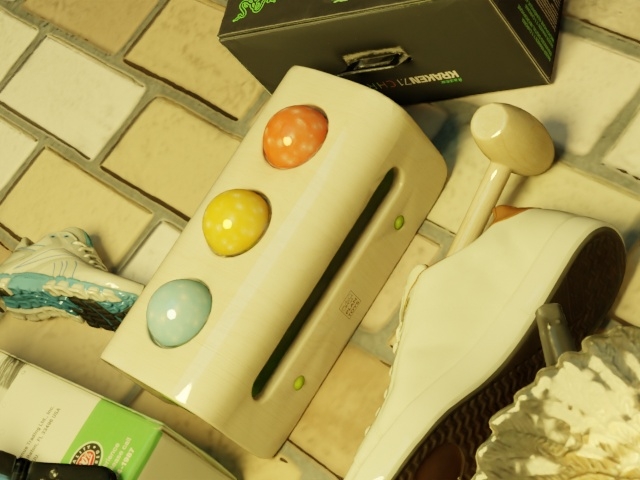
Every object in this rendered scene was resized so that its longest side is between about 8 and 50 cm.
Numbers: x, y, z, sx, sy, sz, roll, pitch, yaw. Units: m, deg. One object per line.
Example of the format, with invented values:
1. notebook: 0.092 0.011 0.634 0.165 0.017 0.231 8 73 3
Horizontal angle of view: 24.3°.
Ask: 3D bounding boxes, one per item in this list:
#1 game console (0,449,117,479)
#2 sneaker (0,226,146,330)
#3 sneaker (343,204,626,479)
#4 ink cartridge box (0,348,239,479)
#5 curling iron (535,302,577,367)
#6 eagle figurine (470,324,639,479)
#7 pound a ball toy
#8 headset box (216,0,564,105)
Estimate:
1. game console: -0.220 0.203 0.983 0.124 0.085 0.144 -2 61 31
2. sneaker: -0.211 0.025 1.276 0.191 0.071 0.083 6 59 36
3. sneaker: 0.085 0.095 1.012 0.123 0.106 0.290 21 63 44
4. ink cartridge box: -0.236 0.207 1.132 0.289 0.121 0.211 18 73 40
5. curling iron: 0.164 0.166 0.902 0.035 0.068 0.274 -39 51 55
6. eagle figurine: 0.253 0.139 0.719 0.226 0.298 0.225 173 86 -72
7. pound a ball toy: 0.000 0.000 1.102 0.208 0.136 0.319 24 76 42
8. headset box: 0.070 -0.245 1.219 0.246 0.131 0.283 -4 60 33
